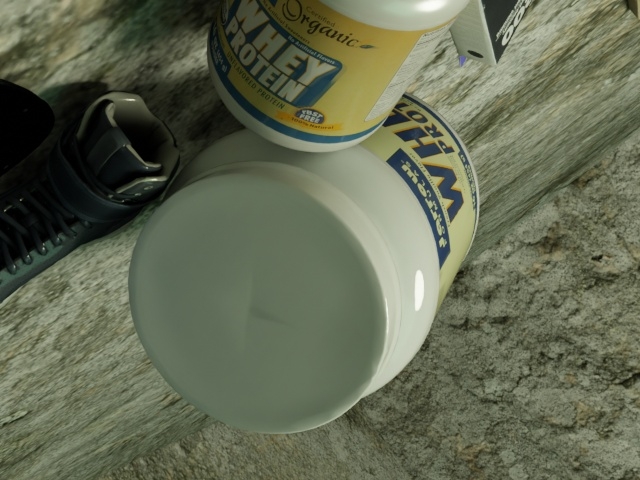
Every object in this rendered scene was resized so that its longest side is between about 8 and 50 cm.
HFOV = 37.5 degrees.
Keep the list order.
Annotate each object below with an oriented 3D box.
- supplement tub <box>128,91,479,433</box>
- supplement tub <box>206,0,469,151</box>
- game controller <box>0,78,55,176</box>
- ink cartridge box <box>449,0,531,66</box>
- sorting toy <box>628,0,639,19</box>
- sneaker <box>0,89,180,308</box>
[{"bbox_3d":[0.000,0.000,0.810,0.235,0.235,0.325,-40,-178,25],"label":"supplement tub"},{"bbox_3d":[0.016,-0.165,0.611,0.144,0.144,0.200,-26,164,-32],"label":"supplement tub"},{"bbox_3d":[-0.311,-0.001,0.577,0.319,0.067,0.166,-35,167,6],"label":"game controller"},{"bbox_3d":[0.166,-0.246,0.741,0.206,0.045,0.208,-61,166,1],"label":"ink cartridge box"},{"bbox_3d":[0.525,-0.379,1.202,0.255,0.089,0.257,-38,167,15],"label":"sorting toy"},{"bbox_3d":[-0.201,-0.025,0.678,0.226,0.086,0.163,-36,-178,-37],"label":"sneaker"}]
